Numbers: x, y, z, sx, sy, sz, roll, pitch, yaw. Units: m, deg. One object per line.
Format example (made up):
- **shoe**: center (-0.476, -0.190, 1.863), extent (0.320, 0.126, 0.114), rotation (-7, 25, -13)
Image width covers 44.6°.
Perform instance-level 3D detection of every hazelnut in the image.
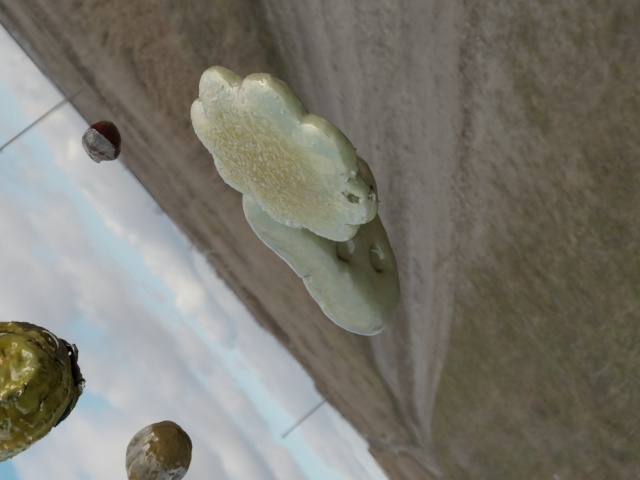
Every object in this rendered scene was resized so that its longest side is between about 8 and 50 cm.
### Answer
- **hazelnut**: center (-0.422, -0.192, 1.516), extent (0.086, 0.086, 0.086), rotation (49, 173, 8)

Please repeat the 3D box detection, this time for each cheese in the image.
- **cheese**: center (0.000, 0.000, 1.389), extent (0.328, 0.129, 0.351), rotation (5, -109, -54)

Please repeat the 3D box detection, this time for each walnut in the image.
- **walnut**: center (-0.370, 0.494, 1.790), extent (0.149, 0.166, 0.166), rotation (37, 173, 0)

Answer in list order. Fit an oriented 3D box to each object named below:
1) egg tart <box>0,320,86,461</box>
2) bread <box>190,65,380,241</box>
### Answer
- **egg tart**: center (-0.539, 0.237, 1.306), extent (0.291, 0.290, 0.107), rotation (46, 150, 32)
- **bread**: center (-0.060, -0.111, 1.087), extent (0.316, 0.054, 0.316), rotation (30, 155, 16)
